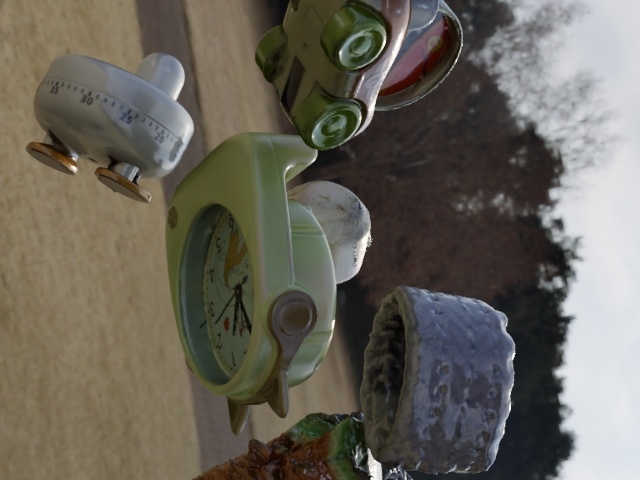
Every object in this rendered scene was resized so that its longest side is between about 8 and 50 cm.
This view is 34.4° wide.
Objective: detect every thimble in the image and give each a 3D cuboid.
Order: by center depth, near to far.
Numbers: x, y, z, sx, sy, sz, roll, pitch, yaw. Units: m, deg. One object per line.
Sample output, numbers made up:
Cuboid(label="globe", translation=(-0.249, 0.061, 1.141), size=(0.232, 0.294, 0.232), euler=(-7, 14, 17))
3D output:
Cuboid(label="thimble", translation=(0.156, 0.192, 1.408), size=(0.217, 0.157, 0.245), euler=(144, -46, -72))

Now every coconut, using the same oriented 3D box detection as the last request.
Cuboid(label="coconut", translation=(0.000, 0.000, 1.728), size=(0.171, 0.171, 0.183), euler=(-100, -166, -46))

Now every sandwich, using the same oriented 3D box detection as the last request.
Cuboid(label="sandwich", translation=(-0.056, 0.362, 1.544), size=(0.162, 0.301, 0.250), euler=(-97, 175, -50))

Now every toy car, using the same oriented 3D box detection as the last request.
Cuboid(label="toy car", translation=(0.061, -0.222, 1.159), size=(0.145, 0.235, 0.235), euler=(60, -6, 32))

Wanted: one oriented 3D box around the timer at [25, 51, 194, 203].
Cuboid(label="timer", translation=(-0.292, -0.199, 1.519), size=(0.233, 0.233, 0.240), euler=(65, 48, -74))

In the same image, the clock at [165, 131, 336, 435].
Cuboid(label="clock", translation=(-0.086, 0.060, 1.301), size=(0.286, 0.117, 0.348), euler=(-31, -116, 55))

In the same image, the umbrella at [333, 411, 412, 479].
Cuboid(label="umbrella", translation=(0.091, 0.430, 1.841), size=(0.336, 0.154, 0.128), euler=(63, 41, -42))
